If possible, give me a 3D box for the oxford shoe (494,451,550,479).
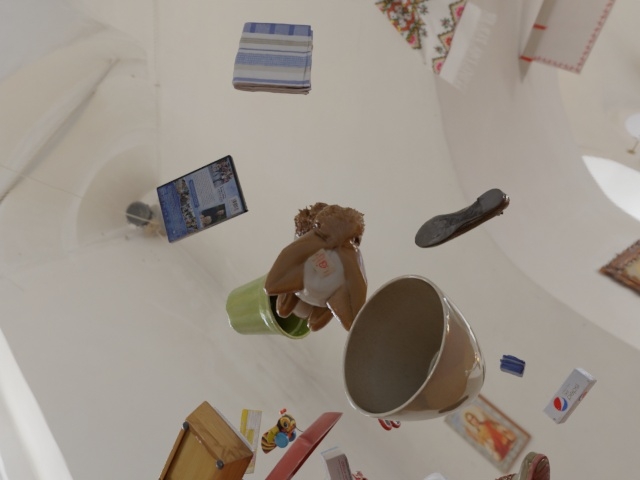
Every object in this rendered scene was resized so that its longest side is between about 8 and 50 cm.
[{"bbox_3d":[0.537,0.704,1.394,0.122,0.130,0.349,-14,-58,-34],"label":"oxford shoe"}]

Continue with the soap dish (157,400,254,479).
[{"bbox_3d":[-0.333,0.646,1.416,0.118,0.229,0.291,7,-68,-55],"label":"soap dish"}]

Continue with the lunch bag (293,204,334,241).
[{"bbox_3d":[0.000,0.000,2.284,0.168,0.235,0.287,27,-43,-22],"label":"lunch bag"}]

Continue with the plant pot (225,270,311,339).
[{"bbox_3d":[-0.192,0.233,1.801,0.276,0.253,0.276,27,-125,-48],"label":"plant pot"}]

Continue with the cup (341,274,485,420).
[{"bbox_3d":[0.244,0.276,1.169,0.236,0.331,0.331,29,-82,-26],"label":"cup"}]

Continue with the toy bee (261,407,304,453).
[{"bbox_3d":[-0.172,0.893,2.391,0.298,0.162,0.195,-26,-11,3],"label":"toy bee"}]

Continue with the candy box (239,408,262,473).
[{"bbox_3d":[-0.248,0.688,1.716,0.105,0.027,0.206,44,-132,-60],"label":"candy box"}]

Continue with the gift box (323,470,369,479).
[{"bbox_3d":[0.098,1.090,2.104,0.258,0.276,0.255,-45,2,-15],"label":"gift box"}]

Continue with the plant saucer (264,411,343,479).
[{"bbox_3d":[-0.063,0.584,1.355,0.258,0.047,0.259,-55,-16,12],"label":"plant saucer"}]

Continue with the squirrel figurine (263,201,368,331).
[{"bbox_3d":[0.006,0.081,1.540,0.370,0.280,0.397,105,-179,-75],"label":"squirrel figurine"}]

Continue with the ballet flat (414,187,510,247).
[{"bbox_3d":[0.339,-0.043,1.202,0.249,0.084,0.058,-32,-44,31],"label":"ballet flat"}]

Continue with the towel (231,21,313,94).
[{"bbox_3d":[-0.124,-0.500,1.363,0.209,0.285,0.034,3,-35,-2],"label":"towel"}]

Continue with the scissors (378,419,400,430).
[{"bbox_3d":[0.187,0.510,1.700,0.109,0.297,0.021,21,-60,-40],"label":"scissors"}]

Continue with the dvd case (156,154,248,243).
[{"bbox_3d":[-0.343,-0.118,1.432,0.252,0.181,0.022,-22,-17,12],"label":"dvd case"}]

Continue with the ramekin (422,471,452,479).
[{"bbox_3d":[0.210,0.554,0.833,0.277,0.135,0.277,25,-90,-87],"label":"ramekin"}]

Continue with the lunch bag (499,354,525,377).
[{"bbox_3d":[0.751,0.487,1.961,0.065,0.098,0.067,-65,-32,-18],"label":"lunch bag"}]

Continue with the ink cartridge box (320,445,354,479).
[{"bbox_3d":[0.050,0.667,1.443,0.060,0.104,0.180,-15,-13,-10],"label":"ink cartridge box"}]

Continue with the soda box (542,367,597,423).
[{"bbox_3d":[0.941,0.588,1.892,0.069,0.074,0.216,13,-69,-43],"label":"soda box"}]
